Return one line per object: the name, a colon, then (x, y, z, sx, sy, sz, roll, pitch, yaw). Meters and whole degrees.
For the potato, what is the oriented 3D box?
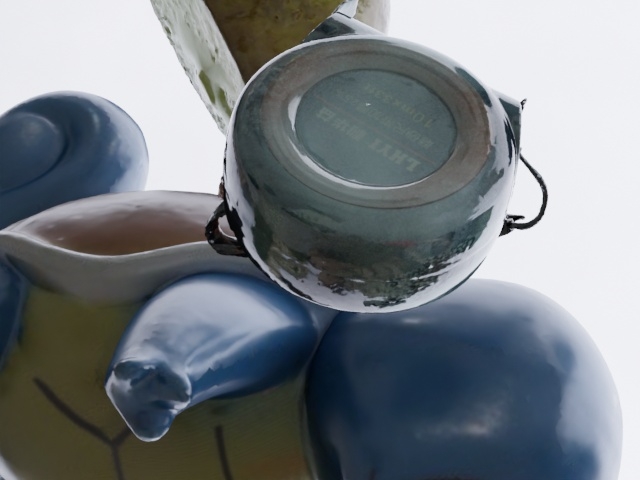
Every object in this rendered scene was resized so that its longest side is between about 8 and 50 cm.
potato: (-0.039, -0.184, 1.366, 0.176, 0.141, 0.298, -4, -128, 0)

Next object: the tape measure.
tape measure: (0.003, 0.003, 0.702, 0.104, 0.107, 0.180, 39, -35, 5)

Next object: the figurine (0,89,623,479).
figurine: (-0.068, 0.077, 0.925, 0.416, 0.298, 0.243, 26, -123, 36)
